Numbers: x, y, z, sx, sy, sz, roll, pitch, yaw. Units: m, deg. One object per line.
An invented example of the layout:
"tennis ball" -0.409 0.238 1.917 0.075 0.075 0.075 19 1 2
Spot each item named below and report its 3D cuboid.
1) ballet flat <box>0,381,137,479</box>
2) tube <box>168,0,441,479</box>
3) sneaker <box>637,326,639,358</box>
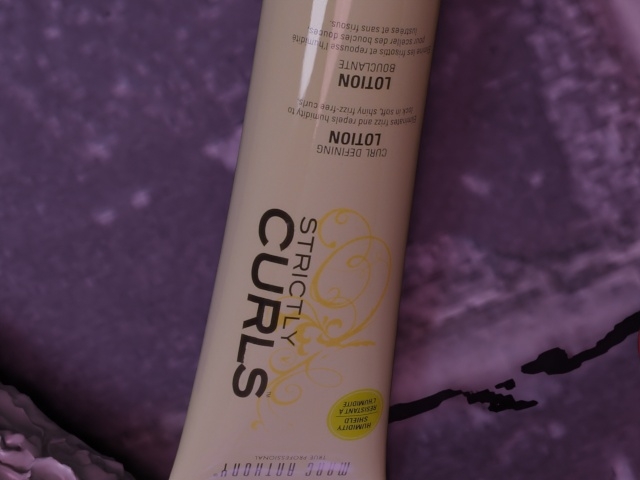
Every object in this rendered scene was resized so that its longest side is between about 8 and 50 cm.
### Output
"ballet flat" -0.209 0.071 0.513 0.409 0.147 0.147 33 108 -3
"tube" 0.000 0.000 0.504 0.070 0.062 0.240 18 113 22
"sneaker" 0.225 0.051 0.474 0.225 0.088 0.092 6 153 22
